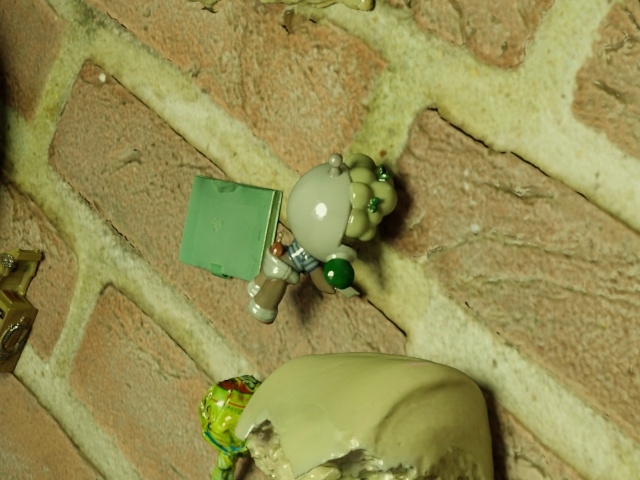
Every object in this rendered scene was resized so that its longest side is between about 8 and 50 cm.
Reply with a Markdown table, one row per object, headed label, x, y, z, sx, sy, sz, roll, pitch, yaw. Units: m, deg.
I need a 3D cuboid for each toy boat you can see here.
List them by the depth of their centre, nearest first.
| label | x | y | z | sx | sy | sz | roll | pitch | yaw |
| --- | --- | --- | --- | --- | --- | --- | --- | --- | --- |
| toy boat | -0.397 | 0.095 | 1.892 | 0.077 | 0.057 | 0.200 | 39 | 113 | 37 |

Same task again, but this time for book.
| label | x | y | z | sx | sy | sz | roll | pitch | yaw |
| --- | --- | --- | --- | --- | --- | --- | --- | --- | --- |
| book | -0.096 | -0.011 | 1.605 | 0.135 | 0.017 | 0.103 | 12 | 93 | 46 |

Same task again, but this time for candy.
| label | x | y | z | sx | sy | sz | roll | pitch | yaw |
| --- | --- | --- | --- | --- | --- | --- | --- | --- | --- |
| candy | -0.105 | 0.257 | 1.562 | 0.077 | 0.073 | 0.262 | 26 | 114 | 23 |

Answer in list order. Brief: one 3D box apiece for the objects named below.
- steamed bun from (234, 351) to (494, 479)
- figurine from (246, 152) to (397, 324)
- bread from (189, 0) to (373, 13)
| label | x | y | z | sx | sy | sz | roll | pitch | yaw |
| --- | --- | --- | --- | --- | --- | --- | --- | --- | --- |
| steamed bun | 0.025 | 0.199 | 1.342 | 0.225 | 0.170 | 0.200 | -1 | 88 | 48 |
| figurine | 0.001 | 0.000 | 1.450 | 0.147 | 0.094 | 0.197 | -102 | 32 | -49 |
| bread | -0.042 | -0.273 | 1.453 | 0.211 | 0.184 | 0.224 | -55 | 48 | 30 |
